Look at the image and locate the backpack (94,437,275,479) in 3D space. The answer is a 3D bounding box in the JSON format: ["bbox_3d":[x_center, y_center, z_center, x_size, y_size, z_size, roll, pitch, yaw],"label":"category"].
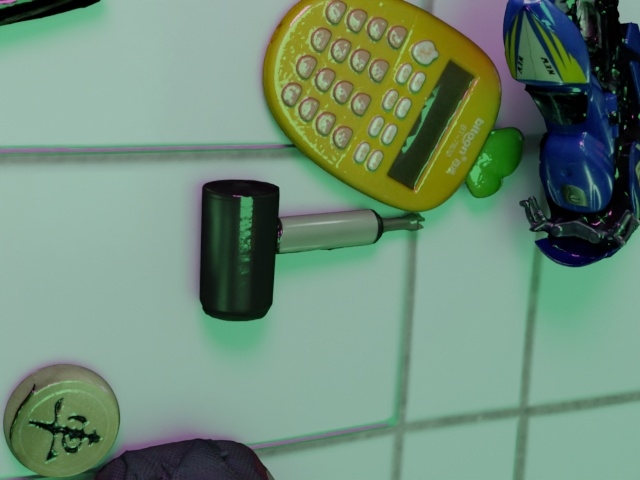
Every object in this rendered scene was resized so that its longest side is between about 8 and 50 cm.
[{"bbox_3d":[-0.066,0.318,0.708,0.197,0.317,0.283,-11,110,-22],"label":"backpack"}]

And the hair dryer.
[{"bbox_3d":[0.000,0.000,0.801,0.197,0.057,0.100,-7,109,-28],"label":"hair dryer"}]

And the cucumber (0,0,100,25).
[{"bbox_3d":[-0.204,-0.154,0.673,0.134,0.033,0.034,-23,80,-19],"label":"cucumber"}]

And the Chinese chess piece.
[{"bbox_3d":[-0.188,0.132,0.758,0.084,0.034,0.084,-7,108,-23],"label":"Chinese chess piece"}]

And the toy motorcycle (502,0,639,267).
[{"bbox_3d":[0.208,-0.088,0.804,0.169,0.113,0.315,-58,140,-27],"label":"toy motorcycle"}]

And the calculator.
[{"bbox_3d":[0.062,-0.104,0.805,0.235,0.032,0.146,28,92,-26],"label":"calculator"}]
